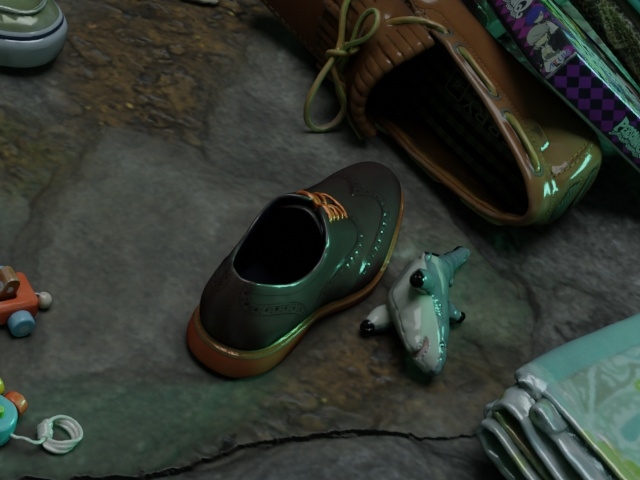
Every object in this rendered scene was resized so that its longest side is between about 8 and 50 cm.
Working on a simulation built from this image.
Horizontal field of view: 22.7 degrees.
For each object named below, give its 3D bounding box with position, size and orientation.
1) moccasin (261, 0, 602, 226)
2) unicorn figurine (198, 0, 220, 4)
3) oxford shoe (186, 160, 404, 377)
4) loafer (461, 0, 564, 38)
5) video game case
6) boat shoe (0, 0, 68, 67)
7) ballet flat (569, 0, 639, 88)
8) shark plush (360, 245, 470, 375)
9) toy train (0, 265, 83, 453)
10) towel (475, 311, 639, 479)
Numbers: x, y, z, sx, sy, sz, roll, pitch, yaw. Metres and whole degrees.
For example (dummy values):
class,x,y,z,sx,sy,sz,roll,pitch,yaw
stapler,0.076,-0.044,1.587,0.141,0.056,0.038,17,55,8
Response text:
class,x,y,z,sx,sy,sz,roll,pitch,yaw
moccasin,0.072,-0.146,1.418,0.380,0.139,0.147,48,38,16
unicorn figurine,-0.137,-0.274,1.527,0.111,0.060,0.162,21,24,2
oxford shoe,0.000,0.000,1.242,0.097,0.098,0.271,30,42,11
loafer,0.194,-0.301,1.627,0.134,0.130,0.366,30,42,11
video game case,0.240,-0.152,1.445,0.232,0.042,0.210,36,19,-37
boat shoe,-0.351,-0.250,1.377,0.302,0.094,0.109,28,41,9
ballet flat,0.371,-0.158,1.495,0.164,0.182,0.483,-36,75,-6
shark plush,0.087,0.051,1.282,0.067,0.073,0.161,42,20,-4
toy train,-0.228,0.076,1.107,0.125,0.046,0.166,-7,47,-28
towel,0.336,0.181,1.194,0.374,0.090,0.320,-18,57,-36
